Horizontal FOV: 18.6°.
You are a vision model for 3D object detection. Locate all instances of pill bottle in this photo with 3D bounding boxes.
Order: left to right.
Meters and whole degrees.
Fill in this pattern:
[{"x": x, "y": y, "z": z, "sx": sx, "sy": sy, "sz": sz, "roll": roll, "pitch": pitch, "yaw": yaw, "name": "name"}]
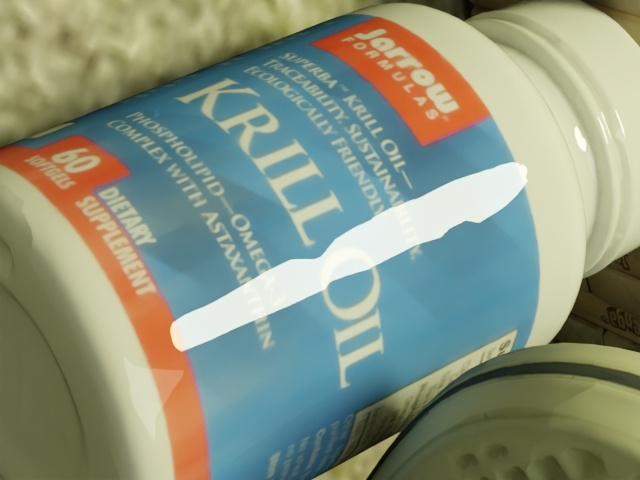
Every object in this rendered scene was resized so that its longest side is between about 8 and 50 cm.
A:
[{"x": 0.000, "y": 0.000, "z": 0.587, "sx": 0.221, "sy": 0.124, "sz": 0.124, "roll": -26, "pitch": 123, "yaw": -32, "name": "pill bottle"}]

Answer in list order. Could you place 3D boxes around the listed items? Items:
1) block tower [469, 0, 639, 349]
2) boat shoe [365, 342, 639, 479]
[{"x": 0.123, "y": -0.052, "z": 0.694, "sx": 0.091, "sy": 0.097, "sz": 0.335, "roll": -36, "pitch": 129, "yaw": -24, "name": "block tower"}, {"x": 0.123, "y": 0.163, "z": 0.685, "sx": 0.156, "sy": 0.187, "sz": 0.500, "roll": -52, "pitch": 151, "yaw": -23, "name": "boat shoe"}]
